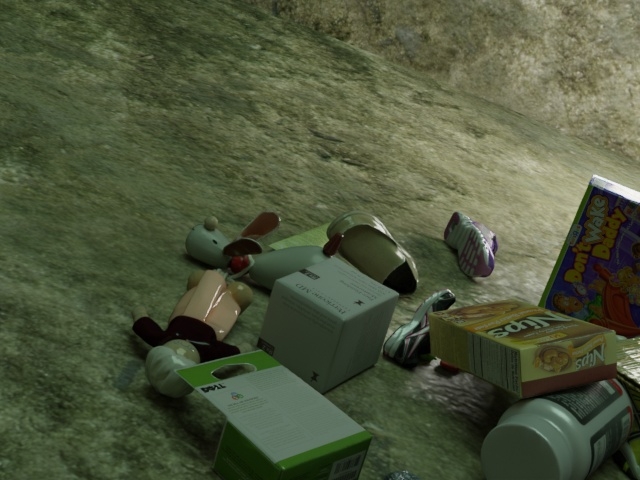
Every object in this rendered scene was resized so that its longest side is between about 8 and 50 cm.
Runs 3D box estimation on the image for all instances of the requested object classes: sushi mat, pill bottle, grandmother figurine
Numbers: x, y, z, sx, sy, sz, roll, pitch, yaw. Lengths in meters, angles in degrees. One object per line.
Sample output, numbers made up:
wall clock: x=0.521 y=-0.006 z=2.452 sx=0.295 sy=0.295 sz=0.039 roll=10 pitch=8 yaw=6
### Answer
sushi mat: x=0.603 y=0.214 z=1.932 sx=0.316 sy=0.019 sz=0.151 roll=-2 pitch=31 yaw=-46
pill bottle: x=0.381 y=0.315 z=1.752 sx=0.161 sy=0.161 sz=0.283 roll=31 pitch=27 yaw=27
grandmother figurine: x=-0.213 y=0.151 z=1.781 sx=0.207 sy=0.104 sz=0.342 roll=9 pitch=21 yaw=3

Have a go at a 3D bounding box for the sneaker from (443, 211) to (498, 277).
sneaker: x=0.366 y=0.014 z=2.485 sx=0.104 sy=0.095 sz=0.236 roll=18 pitch=22 yaw=-18

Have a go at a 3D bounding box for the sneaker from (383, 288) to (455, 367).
sneaker: x=0.197 y=0.170 z=2.011 sx=0.077 sy=0.072 sz=0.178 roll=40 pitch=69 yaw=16

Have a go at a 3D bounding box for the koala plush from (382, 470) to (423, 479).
koala plush: x=0.185 y=0.396 z=1.419 sx=0.221 sy=0.196 sz=0.203 roll=6 pitch=16 yaw=-15

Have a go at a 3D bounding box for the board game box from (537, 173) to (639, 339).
board game box: x=0.591 y=0.072 z=2.190 sx=0.233 sy=0.347 sz=0.078 roll=23 pitch=25 yaw=14

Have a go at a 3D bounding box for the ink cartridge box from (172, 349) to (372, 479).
ink cartridge box: x=-0.081 y=0.276 z=1.601 sx=0.188 sy=0.097 sz=0.255 roll=-9 pitch=33 yaw=-45

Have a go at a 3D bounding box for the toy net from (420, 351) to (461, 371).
toy net: x=0.295 y=0.214 z=2.052 sx=0.232 sy=0.045 sz=0.122 roll=19 pitch=24 yaw=2

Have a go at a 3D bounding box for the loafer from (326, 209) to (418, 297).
loafer: x=0.118 y=0.030 z=2.172 sx=0.268 sy=0.102 sz=0.092 roll=33 pitch=16 yaw=-40

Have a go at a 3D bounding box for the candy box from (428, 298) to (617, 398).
candy box: x=0.336 y=0.177 z=1.850 sx=0.182 sy=0.088 sz=0.316 roll=-9 pitch=9 yaw=-20

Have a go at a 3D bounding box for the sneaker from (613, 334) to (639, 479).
sneaker: x=0.578 y=0.313 z=1.909 sx=0.145 sy=0.147 sz=0.385 roll=3 pitch=29 yaw=-34

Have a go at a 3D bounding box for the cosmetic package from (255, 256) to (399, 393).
cosmetic package: x=0.012 y=0.143 z=1.879 sx=0.151 sy=0.151 sz=0.183 roll=28 pitch=26 yaw=26

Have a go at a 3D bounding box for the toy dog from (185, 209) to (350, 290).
toy dog: x=-0.084 y=0.020 z=2.067 sx=0.333 sy=0.161 sz=0.220 roll=13 pitch=24 yaw=-11

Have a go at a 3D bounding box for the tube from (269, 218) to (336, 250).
tube: x=0.000 y=0.000 z=2.308 sx=0.070 sy=0.062 sz=0.240 roll=-20 pitch=2 yaw=41
